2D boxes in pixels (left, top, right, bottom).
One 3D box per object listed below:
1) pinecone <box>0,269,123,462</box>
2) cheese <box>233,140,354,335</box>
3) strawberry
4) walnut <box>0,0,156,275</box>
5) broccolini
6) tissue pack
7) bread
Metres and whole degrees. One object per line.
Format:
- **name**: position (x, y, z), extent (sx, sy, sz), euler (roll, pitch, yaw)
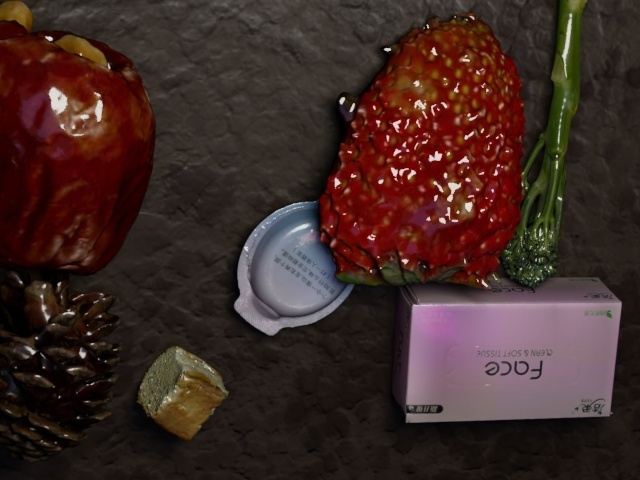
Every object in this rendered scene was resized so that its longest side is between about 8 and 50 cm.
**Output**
- **pinecone**: position (-0.296, 0.130, 1.683), extent (0.184, 0.179, 0.205), euler (33, 85, 14)
- **cheese**: position (0.000, 0.000, 1.756), extent (0.135, 0.052, 0.245), euler (38, 94, -20)
- **strawberry**: position (0.121, -0.091, 1.679), extent (0.233, 0.138, 0.306), euler (3, 100, -16)
- **walnut**: position (-0.297, -0.095, 1.608), extent (0.243, 0.221, 0.269), euler (24, 111, 17)
- **broccolini**: position (0.247, -0.142, 1.755), extent (0.074, 0.079, 0.392), euler (4, 100, 1)
- **tissue pack**: position (0.210, 0.121, 1.807), extent (0.246, 0.092, 0.149), euler (-1, 107, -8)
- **bread**: position (-0.156, 0.172, 1.780), extent (0.070, 0.077, 0.083), euler (35, 100, -29)
